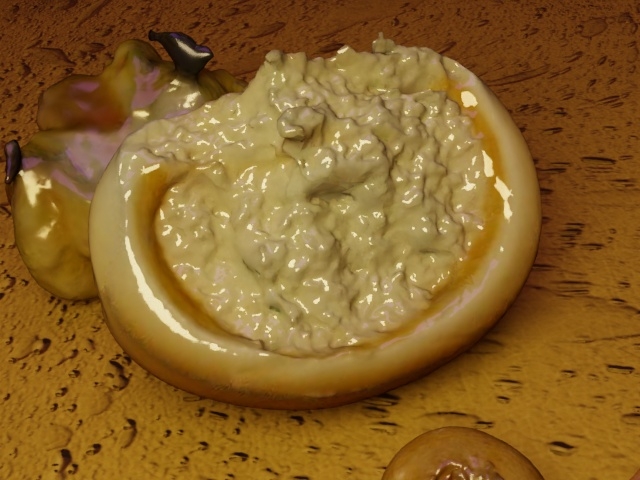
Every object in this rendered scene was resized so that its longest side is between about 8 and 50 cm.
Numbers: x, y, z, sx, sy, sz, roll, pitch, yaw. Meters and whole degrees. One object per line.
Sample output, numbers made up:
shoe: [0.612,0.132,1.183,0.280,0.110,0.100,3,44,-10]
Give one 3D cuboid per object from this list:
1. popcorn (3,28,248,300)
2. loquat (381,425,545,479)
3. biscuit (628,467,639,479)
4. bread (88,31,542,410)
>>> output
popcorn: [-0.213,-0.086,1.122,0.316,0.281,0.297,-14,68,-3]
loquat: [0.111,0.212,0.721,0.141,0.141,0.141,-5,34,3]
biscuit: [0.362,0.177,0.749,0.324,0.049,0.205,-42,37,-17]
bread: [-0.009,-0.021,0.915,0.424,0.328,0.245,-16,12,-13]
